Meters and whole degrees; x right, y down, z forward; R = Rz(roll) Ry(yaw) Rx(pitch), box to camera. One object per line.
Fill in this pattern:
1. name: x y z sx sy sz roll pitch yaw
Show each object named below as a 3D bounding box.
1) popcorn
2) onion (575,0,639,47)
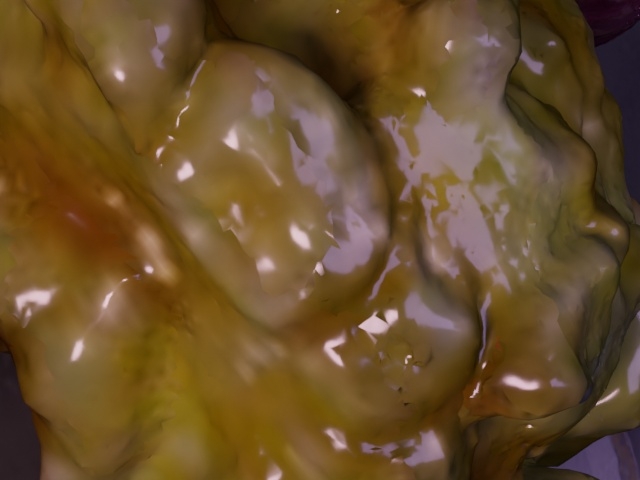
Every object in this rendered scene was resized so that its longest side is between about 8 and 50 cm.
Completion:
1. popcorn: -0.003 -0.009 0.689 0.279 0.274 0.335 -25 102 -43
2. onion: 0.110 -0.178 0.872 0.153 0.177 0.177 10 77 -8
